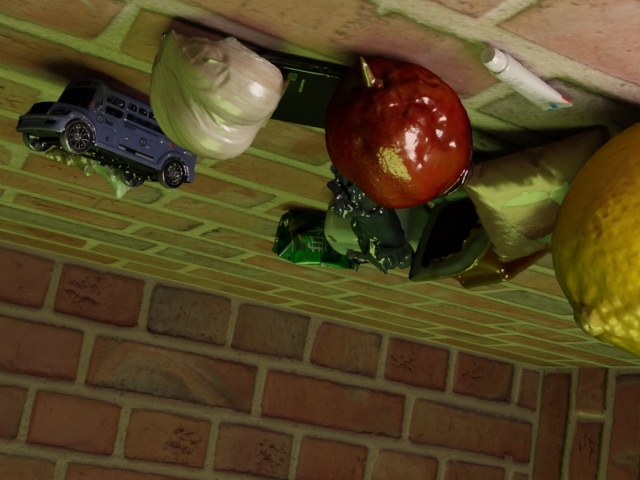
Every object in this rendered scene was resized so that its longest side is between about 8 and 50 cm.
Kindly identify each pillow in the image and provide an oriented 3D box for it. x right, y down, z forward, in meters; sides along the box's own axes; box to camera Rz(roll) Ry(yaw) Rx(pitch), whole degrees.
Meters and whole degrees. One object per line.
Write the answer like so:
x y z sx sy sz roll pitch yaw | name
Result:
0.344 -0.068 1.389 0.236 0.084 0.223 -18 136 17 | pillow

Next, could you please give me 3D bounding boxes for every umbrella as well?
0.093 -0.042 1.598 0.094 0.143 0.349 13 160 27 | umbrella

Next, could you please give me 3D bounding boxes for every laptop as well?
-0.025 -0.212 1.317 0.153 0.026 0.207 12 167 -6 | laptop

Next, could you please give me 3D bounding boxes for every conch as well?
-0.367 -0.146 1.614 0.233 0.137 0.114 16 -176 0 | conch

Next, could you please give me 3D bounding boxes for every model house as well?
0.335 0.005 1.663 0.239 0.173 0.268 16 164 -30 | model house

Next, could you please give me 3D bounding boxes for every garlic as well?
-0.154 -0.185 1.222 0.178 0.143 0.229 24 173 -21 | garlic

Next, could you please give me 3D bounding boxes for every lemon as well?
0.465 -0.004 1.173 0.336 0.336 0.336 9 167 2 | lemon

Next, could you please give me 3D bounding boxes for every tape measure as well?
0.136 -0.008 1.877 0.246 0.125 0.243 3 166 23 | tape measure

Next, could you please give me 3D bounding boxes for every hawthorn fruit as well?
0.097 -0.149 1.176 0.189 0.190 0.251 4 159 25 | hawthorn fruit

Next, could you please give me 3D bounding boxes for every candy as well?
0.000 0.001 2.011 0.203 0.141 0.078 11 151 3 | candy

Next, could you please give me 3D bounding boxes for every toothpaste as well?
0.260 -0.201 1.151 0.048 0.031 0.190 -5 164 40 | toothpaste

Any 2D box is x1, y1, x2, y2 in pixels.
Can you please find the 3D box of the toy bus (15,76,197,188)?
-0.337 -0.176 1.473 0.125 0.133 0.292 6 170 41 | toy bus

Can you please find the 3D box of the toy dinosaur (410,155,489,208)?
0.224 -0.104 1.499 0.147 0.077 0.363 8 163 -39 | toy dinosaur
